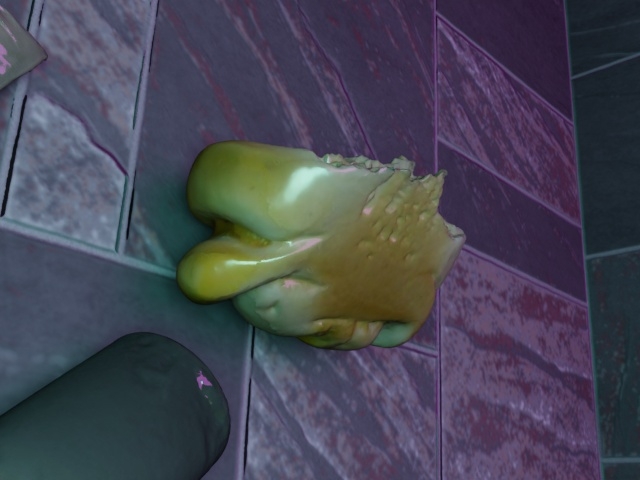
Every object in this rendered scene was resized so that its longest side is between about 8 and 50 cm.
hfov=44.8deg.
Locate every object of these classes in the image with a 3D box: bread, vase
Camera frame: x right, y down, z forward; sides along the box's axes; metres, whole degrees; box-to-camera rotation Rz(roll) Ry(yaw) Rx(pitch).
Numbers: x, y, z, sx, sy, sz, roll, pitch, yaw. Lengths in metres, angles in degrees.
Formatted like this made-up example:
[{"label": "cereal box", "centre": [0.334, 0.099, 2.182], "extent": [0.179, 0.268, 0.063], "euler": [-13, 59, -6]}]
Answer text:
[{"label": "bread", "centre": [0.015, 0.014, 1.033], "extent": [0.424, 0.329, 0.245], "euler": [25, 61, -48]}, {"label": "vase", "centre": [-0.233, 0.239, 0.779], "extent": [0.291, 0.245, 0.245], "euler": [-37, 106, -54]}]

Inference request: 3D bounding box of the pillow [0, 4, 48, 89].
[{"label": "pillow", "centre": [-0.434, -0.244, 0.810], "extent": [0.270, 0.067, 0.173], "euler": [49, 52, -27]}]
